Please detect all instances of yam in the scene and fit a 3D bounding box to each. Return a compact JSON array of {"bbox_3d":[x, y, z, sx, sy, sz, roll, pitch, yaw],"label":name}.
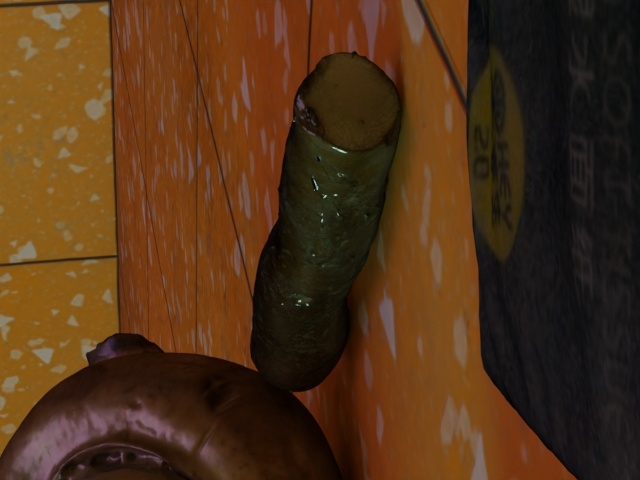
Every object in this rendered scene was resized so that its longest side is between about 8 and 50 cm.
[{"bbox_3d":[0.000,0.000,0.916,0.253,0.061,0.061,104,160,-58],"label":"yam"}]

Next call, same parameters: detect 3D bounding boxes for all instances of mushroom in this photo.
[{"bbox_3d":[-0.099,0.177,1.043,0.254,0.184,0.255,-1,88,38],"label":"mushroom"}]

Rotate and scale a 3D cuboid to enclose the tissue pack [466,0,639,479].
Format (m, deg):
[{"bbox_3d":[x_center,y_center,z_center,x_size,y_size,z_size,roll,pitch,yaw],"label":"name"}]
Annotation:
[{"bbox_3d":[0.091,-0.031,0.312,0.257,0.081,0.185,-131,37,-75],"label":"tissue pack"}]
